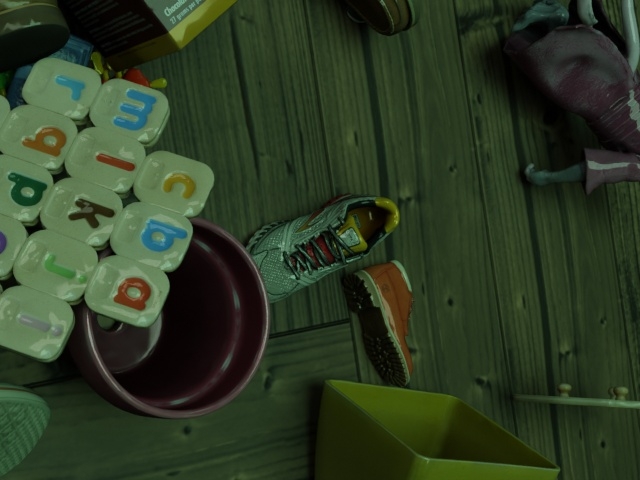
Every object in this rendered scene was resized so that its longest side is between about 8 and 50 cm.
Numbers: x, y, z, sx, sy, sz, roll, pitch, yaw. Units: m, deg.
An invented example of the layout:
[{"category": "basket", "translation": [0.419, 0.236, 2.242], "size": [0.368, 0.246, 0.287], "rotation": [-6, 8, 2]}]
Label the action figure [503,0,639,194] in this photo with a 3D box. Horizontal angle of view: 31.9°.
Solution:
[{"category": "action figure", "translation": [0.420, -0.191, 1.536], "size": [0.370, 0.276, 0.248], "rotation": [51, 54, -4]}]

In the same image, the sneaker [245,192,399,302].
[{"category": "sneaker", "translation": [0.000, 0.000, 1.323], "size": [0.225, 0.093, 0.088], "rotation": [-34, 104, -31]}]

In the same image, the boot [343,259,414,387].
[{"category": "boot", "translation": [0.094, 0.102, 1.402], "size": [0.085, 0.059, 0.157], "rotation": [-23, 98, -39]}]

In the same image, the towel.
[{"category": "towel", "translation": [-0.274, -0.152, 1.114], "size": [0.067, 0.029, 0.119], "rotation": [19, 82, -27]}]

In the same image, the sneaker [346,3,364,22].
[{"category": "sneaker", "translation": [0.071, -0.294, 1.433], "size": [0.083, 0.035, 0.031], "rotation": [7, 81, -34]}]

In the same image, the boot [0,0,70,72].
[{"category": "boot", "translation": [-0.400, -0.198, 1.045], "size": [0.305, 0.112, 0.115], "rotation": [-19, 81, -14]}]

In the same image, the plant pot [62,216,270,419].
[{"category": "plant pot", "translation": [-0.180, 0.078, 1.140], "size": [0.201, 0.180, 0.201], "rotation": [3, 84, -33]}]

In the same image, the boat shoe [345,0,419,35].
[{"category": "boat shoe", "translation": [-0.007, -0.361, 1.350], "size": [0.104, 0.111, 0.307], "rotation": [-41, 97, -22]}]

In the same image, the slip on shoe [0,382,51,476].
[{"category": "slip on shoe", "translation": [-0.379, 0.159, 1.012], "size": [0.331, 0.101, 0.123], "rotation": [13, 113, -55]}]

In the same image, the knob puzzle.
[{"category": "knob puzzle", "translation": [0.355, 0.207, 1.499], "size": [0.213, 0.213, 0.029], "rotation": [8, 81, -34]}]

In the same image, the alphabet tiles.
[{"category": "alphabet tiles", "translation": [-0.252, -0.035, 1.033], "size": [0.278, 0.021, 0.284], "rotation": [18, 67, 6]}]

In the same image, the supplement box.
[{"category": "supplement box", "translation": [-0.182, -0.285, 1.069], "size": [0.129, 0.191, 0.194], "rotation": [-45, 110, -20]}]

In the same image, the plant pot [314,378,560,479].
[{"category": "plant pot", "translation": [0.111, 0.298, 1.308], "size": [0.212, 0.212, 0.187], "rotation": [11, 101, -33]}]

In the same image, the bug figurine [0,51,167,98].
[{"category": "bug figurine", "translation": [-0.280, -0.241, 1.167], "size": [0.216, 0.072, 0.278], "rotation": [-13, 98, -28]}]
